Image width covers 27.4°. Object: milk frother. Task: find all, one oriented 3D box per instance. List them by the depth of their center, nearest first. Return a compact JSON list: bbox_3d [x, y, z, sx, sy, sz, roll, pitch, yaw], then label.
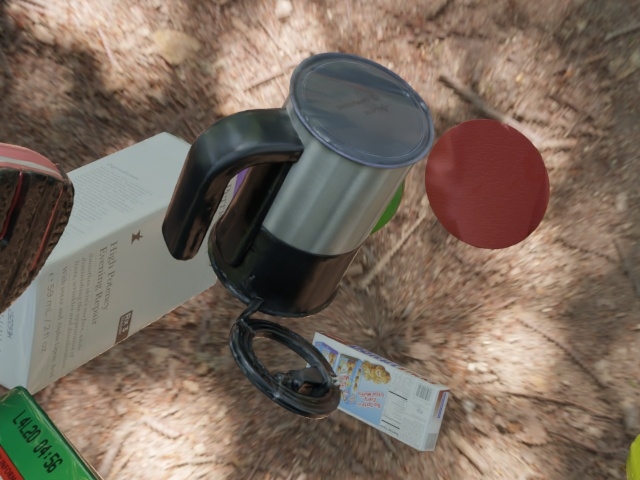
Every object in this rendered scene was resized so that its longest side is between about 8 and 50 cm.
[{"bbox_3d":[0.000,0.000,0.704,0.129,0.134,0.143,-23,64,-40],"label":"milk frother"}]

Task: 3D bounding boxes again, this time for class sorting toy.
[{"bbox_3d":[0.071,-0.076,1.297,0.366,0.126,0.127,5,108,30],"label":"sorting toy"}]

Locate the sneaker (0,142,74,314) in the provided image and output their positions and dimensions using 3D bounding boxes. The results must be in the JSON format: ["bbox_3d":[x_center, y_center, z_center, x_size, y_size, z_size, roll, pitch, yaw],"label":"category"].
[{"bbox_3d":[-0.251,-0.021,0.625,0.136,0.314,0.116,43,119,23],"label":"sneaker"}]

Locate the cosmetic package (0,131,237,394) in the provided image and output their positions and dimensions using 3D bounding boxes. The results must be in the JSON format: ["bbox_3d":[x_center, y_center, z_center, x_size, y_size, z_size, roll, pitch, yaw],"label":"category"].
[{"bbox_3d":[-0.166,0.011,0.991,0.085,0.231,0.117,28,124,24],"label":"cosmetic package"}]

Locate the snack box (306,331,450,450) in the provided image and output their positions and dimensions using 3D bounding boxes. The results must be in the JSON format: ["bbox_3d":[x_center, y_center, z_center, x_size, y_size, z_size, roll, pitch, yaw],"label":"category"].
[{"bbox_3d":[0.051,0.147,1.297,0.178,0.022,0.064,21,100,46],"label":"snack box"}]

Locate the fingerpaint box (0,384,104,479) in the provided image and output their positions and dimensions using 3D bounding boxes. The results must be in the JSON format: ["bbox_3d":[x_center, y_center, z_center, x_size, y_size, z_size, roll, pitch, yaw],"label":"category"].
[{"bbox_3d":[-0.058,0.336,0.725,0.163,0.445,0.371,-38,125,-14],"label":"fingerpaint box"}]

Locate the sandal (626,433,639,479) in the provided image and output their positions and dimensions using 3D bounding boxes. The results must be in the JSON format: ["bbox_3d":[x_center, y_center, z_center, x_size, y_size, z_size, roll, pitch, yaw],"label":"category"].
[{"bbox_3d":[0.215,0.211,0.722,0.138,0.126,0.317,10,130,-3],"label":"sandal"}]
